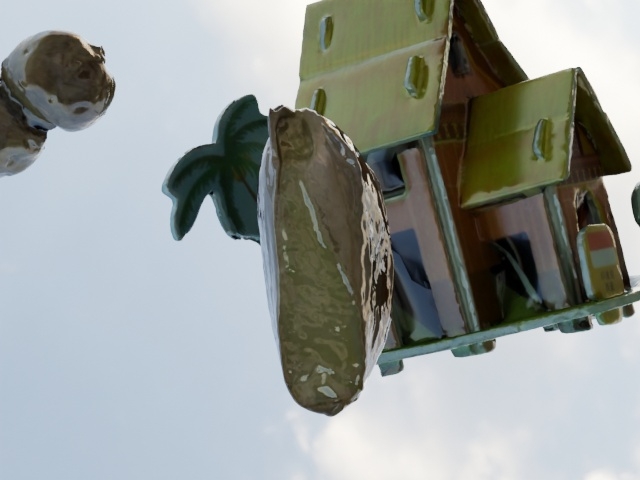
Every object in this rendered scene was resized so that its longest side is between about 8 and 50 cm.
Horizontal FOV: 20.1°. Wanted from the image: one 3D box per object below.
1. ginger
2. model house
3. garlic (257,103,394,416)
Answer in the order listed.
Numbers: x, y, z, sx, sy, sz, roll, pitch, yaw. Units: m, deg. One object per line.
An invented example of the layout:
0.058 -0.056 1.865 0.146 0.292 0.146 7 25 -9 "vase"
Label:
-0.223 -0.074 1.193 0.104 0.204 0.080 63 -162 19 "ginger"
0.080 -0.064 1.427 0.340 0.300 0.324 -10 -95 -54 "model house"
0.002 0.004 1.150 0.101 0.087 0.196 -67 -26 -76 "garlic"
